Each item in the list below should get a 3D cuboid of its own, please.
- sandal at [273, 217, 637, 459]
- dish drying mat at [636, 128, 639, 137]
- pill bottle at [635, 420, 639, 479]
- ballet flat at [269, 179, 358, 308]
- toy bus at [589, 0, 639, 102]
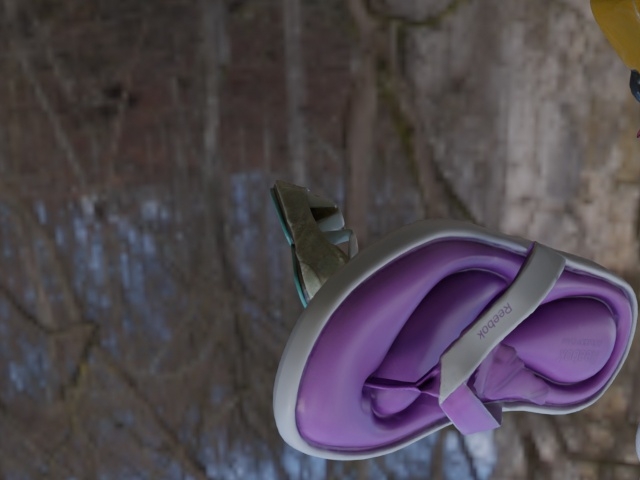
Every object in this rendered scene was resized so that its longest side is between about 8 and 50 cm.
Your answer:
[{"bbox_3d":[0.130,0.072,1.285,0.102,0.169,0.416,20,-164,37],"label":"sandal"},{"bbox_3d":[0.304,-0.097,1.481,0.083,0.032,0.008,-9,-113,-7],"label":"dish drying mat"},{"bbox_3d":[0.438,0.197,2.005,0.152,0.152,0.272,10,-140,18],"label":"pill bottle"},{"bbox_3d":[0.000,0.000,1.351,0.052,0.057,0.168,-21,-148,2],"label":"ballet flat"},{"bbox_3d":[0.385,-0.126,1.591,0.130,0.332,0.108,-48,-167,-6],"label":"toy bus"}]
